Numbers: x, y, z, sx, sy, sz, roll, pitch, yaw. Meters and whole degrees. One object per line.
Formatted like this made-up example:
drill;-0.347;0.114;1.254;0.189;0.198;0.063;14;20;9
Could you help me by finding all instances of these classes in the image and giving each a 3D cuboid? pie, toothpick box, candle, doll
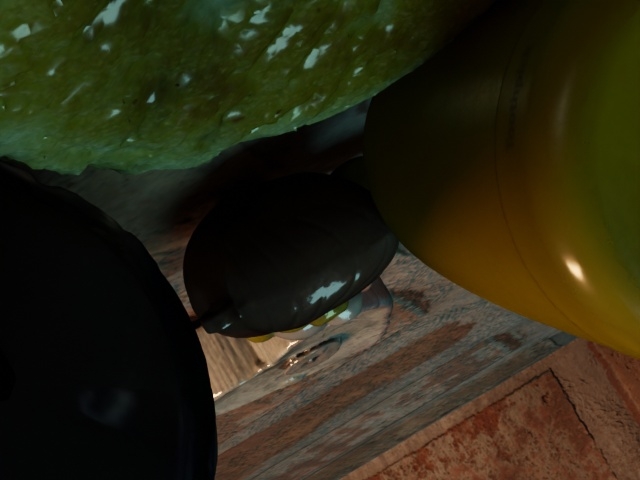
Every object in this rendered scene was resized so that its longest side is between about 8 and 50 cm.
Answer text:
pie;0.004;-0.126;0.440;0.323;0.070;0.323;-30;164;-10
toothpick box;0.122;-0.043;0.623;0.175;0.175;0.271;-26;-170;-14
candle;-0.018;0.062;1.024;0.192;0.068;0.168;-35;166;34
candle;-0.162;0.109;0.618;0.221;0.221;0.342;-26;169;-16
doll;0.006;-0.001;0.781;0.188;0.096;0.145;-28;-166;-15
